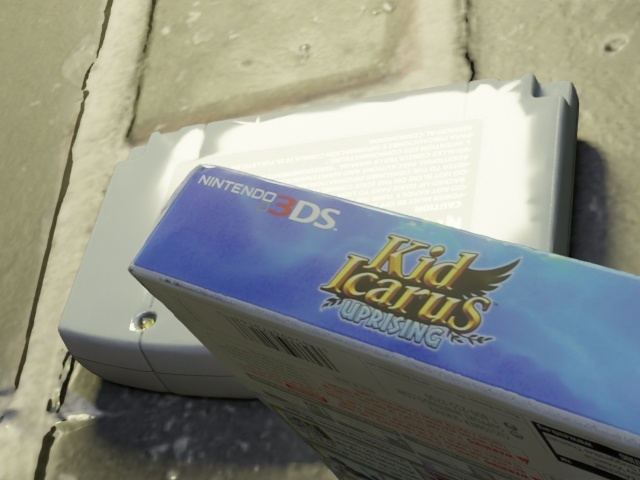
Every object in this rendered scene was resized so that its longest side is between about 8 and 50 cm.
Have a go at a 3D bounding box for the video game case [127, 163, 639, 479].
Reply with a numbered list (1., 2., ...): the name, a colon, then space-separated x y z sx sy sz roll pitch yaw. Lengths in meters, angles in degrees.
1. video game case: 0.090 0.083 0.593 0.269 0.244 0.061 17 66 37

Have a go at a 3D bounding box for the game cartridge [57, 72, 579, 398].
1. game cartridge: 0.000 0.000 0.872 0.297 0.062 0.198 -7 49 21
